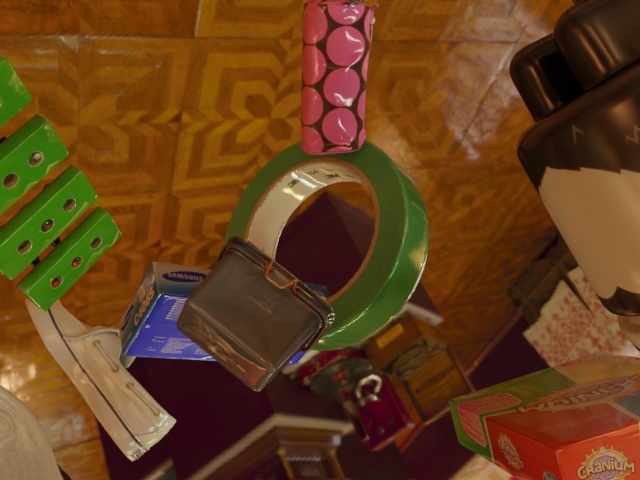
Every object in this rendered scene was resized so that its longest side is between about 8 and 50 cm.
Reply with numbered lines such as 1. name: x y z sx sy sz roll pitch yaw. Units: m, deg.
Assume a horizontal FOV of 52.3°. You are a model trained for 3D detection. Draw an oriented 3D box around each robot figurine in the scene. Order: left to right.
1. robot figurine: 0.246 -0.038 0.450 0.174 0.278 0.209 -30 179 23

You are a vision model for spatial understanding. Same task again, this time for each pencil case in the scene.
1. pencil case: 0.023 -0.222 0.891 0.098 0.095 0.209 -1 111 -12

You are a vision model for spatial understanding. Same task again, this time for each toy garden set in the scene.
1. toy garden set: -0.292 -0.008 0.538 0.203 0.049 0.244 -50 157 -22

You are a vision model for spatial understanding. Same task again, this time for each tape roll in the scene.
1. tape roll: 0.000 0.000 0.973 0.321 0.321 0.077 -39 144 17

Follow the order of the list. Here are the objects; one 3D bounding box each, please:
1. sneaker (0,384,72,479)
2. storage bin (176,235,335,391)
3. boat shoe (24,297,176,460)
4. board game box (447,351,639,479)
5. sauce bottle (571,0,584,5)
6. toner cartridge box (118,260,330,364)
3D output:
1. sneaker: -0.280 0.230 0.573 0.147 0.295 0.104 -20 -158 47
2. storage bin: -0.067 0.074 0.634 0.091 0.135 0.098 -49 174 -43
3. boat shoe: -0.393 0.216 1.218 0.156 0.367 0.136 -36 166 -18
4. board game box: 0.317 0.206 0.766 0.242 0.064 0.316 -15 176 -9
5. sauce bottle: 0.322 -0.274 0.689 0.111 0.111 0.344 -39 137 17
6. toner cartridge box: -0.158 0.138 1.155 0.348 0.075 0.165 11 128 -35
